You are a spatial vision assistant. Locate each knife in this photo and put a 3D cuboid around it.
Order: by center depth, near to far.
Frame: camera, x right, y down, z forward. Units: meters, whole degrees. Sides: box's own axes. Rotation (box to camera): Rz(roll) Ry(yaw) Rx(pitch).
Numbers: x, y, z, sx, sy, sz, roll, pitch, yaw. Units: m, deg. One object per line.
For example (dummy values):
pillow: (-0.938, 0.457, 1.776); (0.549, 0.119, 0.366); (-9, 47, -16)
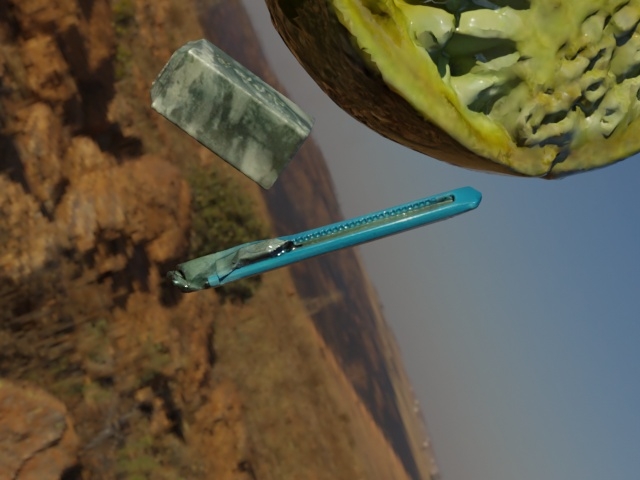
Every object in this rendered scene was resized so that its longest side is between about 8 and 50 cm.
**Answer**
knife: (-0.001, -0.002, 0.998); (0.044, 0.296, 0.026); (-93, 165, -63)

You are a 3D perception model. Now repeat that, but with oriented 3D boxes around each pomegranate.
pomegranate: (0.116, -0.194, 0.543); (0.216, 0.358, 0.310); (34, -64, 53)

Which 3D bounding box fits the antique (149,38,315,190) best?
antique: (-0.106, -0.154, 1.317); (0.183, 0.086, 0.088); (35, 19, -7)
